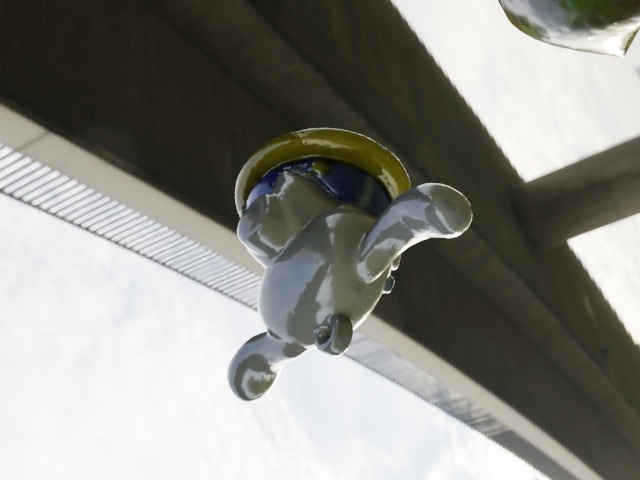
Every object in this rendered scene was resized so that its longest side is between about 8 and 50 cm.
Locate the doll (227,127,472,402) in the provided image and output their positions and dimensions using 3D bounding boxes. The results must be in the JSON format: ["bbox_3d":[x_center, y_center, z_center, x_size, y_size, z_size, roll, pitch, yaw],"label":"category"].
[{"bbox_3d":[0.007,-0.020,0.773,0.159,0.311,0.243,41,-131,-16],"label":"doll"}]

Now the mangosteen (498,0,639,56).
[{"bbox_3d":[0.190,-0.228,0.305,0.330,0.330,0.330,43,-145,-40],"label":"mangosteen"}]
